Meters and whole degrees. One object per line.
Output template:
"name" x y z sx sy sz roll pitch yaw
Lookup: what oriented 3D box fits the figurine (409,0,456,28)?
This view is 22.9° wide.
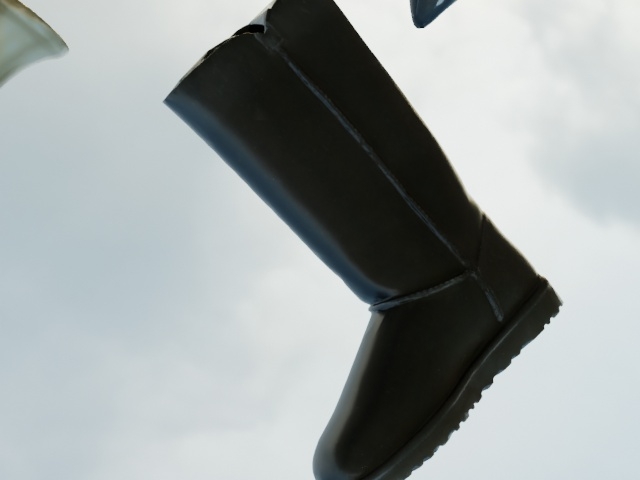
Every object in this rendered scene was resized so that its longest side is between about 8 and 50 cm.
"figurine" 0.103 -0.308 1.262 0.092 0.209 0.215 12 -139 -41

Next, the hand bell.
"hand bell" -0.318 -0.090 1.238 0.126 0.126 0.242 32 -99 12

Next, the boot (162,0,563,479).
"boot" 0.001 -0.001 1.617 0.367 0.146 0.445 -44 -78 -33
